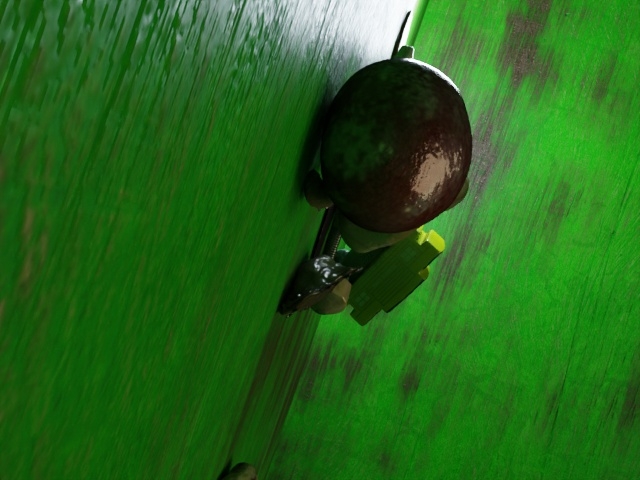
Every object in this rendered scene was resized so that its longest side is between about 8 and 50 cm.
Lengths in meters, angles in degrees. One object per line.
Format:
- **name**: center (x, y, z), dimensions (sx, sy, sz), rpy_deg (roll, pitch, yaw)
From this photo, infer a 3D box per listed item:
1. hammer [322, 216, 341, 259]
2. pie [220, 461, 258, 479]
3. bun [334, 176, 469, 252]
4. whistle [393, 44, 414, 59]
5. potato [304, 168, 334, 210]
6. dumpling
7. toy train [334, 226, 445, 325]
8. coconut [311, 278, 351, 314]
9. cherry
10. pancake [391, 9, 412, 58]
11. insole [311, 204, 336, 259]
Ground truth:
- **hammer**: center (0.026, 0.041, 1.501), dimensions (0.159, 0.041, 0.227), rpy_deg (-50, 159, -82)
- **pie**: center (-0.188, 0.572, 0.918), dimensions (0.339, 0.077, 0.340), rpy_deg (20, 90, -85)
- **bun**: center (0.198, -0.133, 1.337), dimensions (0.364, 0.220, 0.365), rpy_deg (-28, -172, 4)
- **whistle**: center (0.130, -0.288, 1.072), dimensions (0.245, 0.092, 0.110), rpy_deg (-68, -155, 16)
- **potato**: center (-0.010, -0.075, 0.739), dimensions (0.037, 0.036, 0.093), rpy_deg (-36, 155, 3)
- **dumpling**: center (-0.003, 0.076, 1.052), dimensions (0.166, 0.086, 0.332), rpy_deg (-39, 176, 3)
- **toy train**: center (0.191, 0.075, 1.633), dimensions (0.442, 0.272, 0.179), rpy_deg (-48, 178, 25)
- **coconut**: center (0.015, 0.135, 1.310), dimensions (0.116, 0.116, 0.122), rpy_deg (103, 3, -48)
- **cherry**: center (0.108, -0.133, 0.726), dimensions (0.212, 0.236, 0.285), rpy_deg (-26, -169, 31)
- **pancake**: center (0.257, -0.631, 1.624), dimensions (0.199, 0.021, 0.200), rpy_deg (19, 90, -85)
- **insole**: center (0.000, 0.000, 1.212), dimensions (0.110, 0.012, 0.310), rpy_deg (-31, 139, -80)
